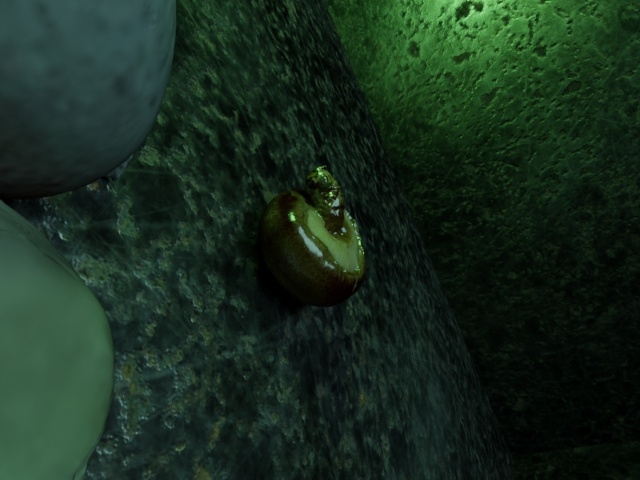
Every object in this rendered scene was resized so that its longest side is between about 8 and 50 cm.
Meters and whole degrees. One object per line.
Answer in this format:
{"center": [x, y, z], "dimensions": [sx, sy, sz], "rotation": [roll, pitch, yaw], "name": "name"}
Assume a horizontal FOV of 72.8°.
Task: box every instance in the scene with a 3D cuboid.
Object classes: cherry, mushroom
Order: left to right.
{"center": [-0.256, -0.191, 0.326], "dimensions": [0.291, 0.326, 0.335], "rotation": [49, 8, 34], "name": "cherry"}
{"center": [-0.013, -0.003, 0.888], "dimensions": [0.297, 0.163, 0.278], "rotation": [-11, 89, -66], "name": "mushroom"}

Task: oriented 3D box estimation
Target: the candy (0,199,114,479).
{"center": [-0.262, 0.088, 0.248], "dimensions": [0.295, 0.185, 0.295], "rotation": [-16, 90, -79], "name": "candy"}

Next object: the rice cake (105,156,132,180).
{"center": [-0.316, -0.276, 0.575], "dimensions": [0.064, 0.070, 0.399], "rotation": [4, 67, -60], "name": "rice cake"}
